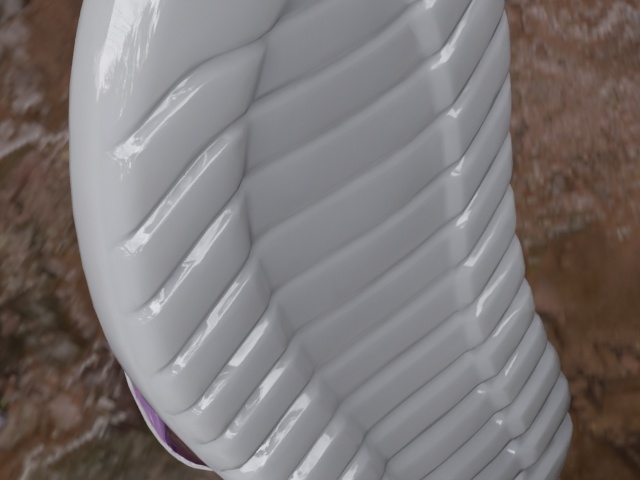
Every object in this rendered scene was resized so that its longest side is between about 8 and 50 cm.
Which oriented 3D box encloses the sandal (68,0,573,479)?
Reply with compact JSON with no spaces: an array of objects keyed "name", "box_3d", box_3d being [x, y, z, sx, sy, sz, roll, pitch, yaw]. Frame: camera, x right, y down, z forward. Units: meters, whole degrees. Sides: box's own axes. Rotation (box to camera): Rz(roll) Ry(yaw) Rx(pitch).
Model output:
[{"name":"sandal","box_3d":[-0.010,0.010,0.679,0.102,0.169,0.416,30,155,33]}]
